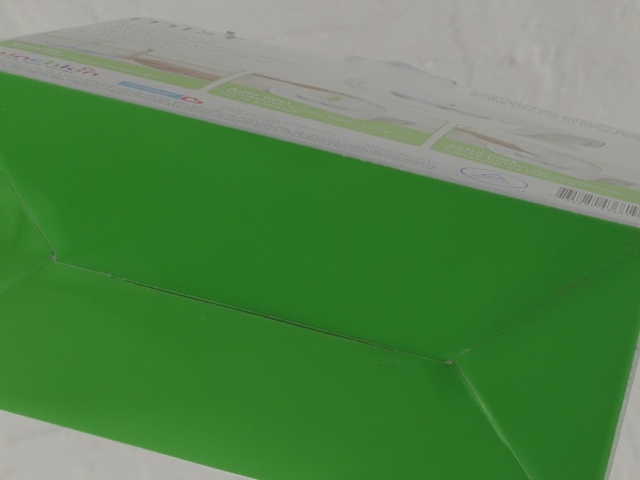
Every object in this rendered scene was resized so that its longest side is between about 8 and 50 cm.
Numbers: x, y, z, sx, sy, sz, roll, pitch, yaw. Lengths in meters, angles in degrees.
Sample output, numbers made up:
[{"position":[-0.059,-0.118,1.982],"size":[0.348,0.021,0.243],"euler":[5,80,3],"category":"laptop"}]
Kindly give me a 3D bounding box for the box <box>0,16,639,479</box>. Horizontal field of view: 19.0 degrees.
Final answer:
[{"position":[0.000,0.000,0.744],"size":[0.262,0.231,0.126],"euler":[14,-78,9],"category":"box"}]
